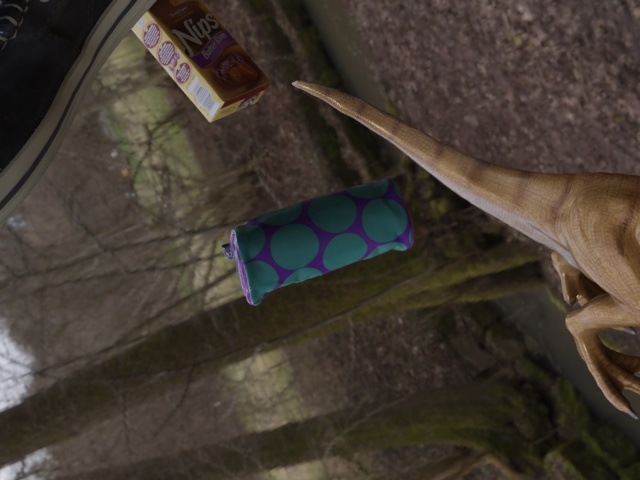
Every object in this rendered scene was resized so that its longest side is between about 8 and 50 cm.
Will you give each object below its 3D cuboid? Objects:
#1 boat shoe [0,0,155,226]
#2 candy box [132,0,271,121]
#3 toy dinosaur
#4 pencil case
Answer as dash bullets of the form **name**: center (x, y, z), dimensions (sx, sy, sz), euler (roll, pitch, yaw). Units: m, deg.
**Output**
- **boat shoe**: center (-0.250, -0.165, 0.655), dimensions (0.187, 0.500, 0.156), euler (13, 155, 40)
- **candy box**: center (-0.172, -0.267, 1.258), dimensions (0.186, 0.109, 0.053), euler (48, 133, 6)
- **toy dinosaur**: center (0.100, -0.003, 0.317), dimensions (0.211, 0.064, 0.112), euler (19, 140, 28)
- **pencil case**: center (0.000, 0.000, 0.718), dimensions (0.064, 0.152, 0.070), euler (-122, 18, -44)
